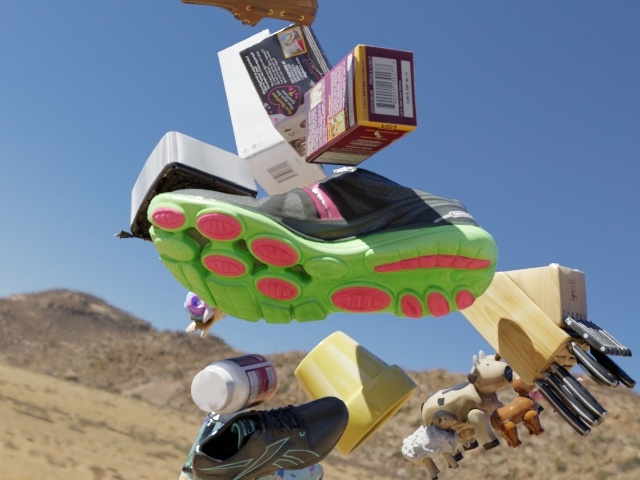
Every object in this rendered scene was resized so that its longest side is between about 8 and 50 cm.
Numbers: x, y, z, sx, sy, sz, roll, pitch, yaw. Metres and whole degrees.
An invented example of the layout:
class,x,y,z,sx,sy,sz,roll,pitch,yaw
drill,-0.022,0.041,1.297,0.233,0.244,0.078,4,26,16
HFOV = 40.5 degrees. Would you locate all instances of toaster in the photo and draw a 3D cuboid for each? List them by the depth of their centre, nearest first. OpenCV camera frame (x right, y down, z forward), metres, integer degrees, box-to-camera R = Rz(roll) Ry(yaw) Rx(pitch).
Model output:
class,x,y,z,sx,sy,sz,roll,pitch,yaw
toaster,-0.221,-0.069,1.428,0.185,0.110,0.168,19,-57,-27

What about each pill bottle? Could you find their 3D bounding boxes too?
class,x,y,z,sx,sy,sz,roll,pitch,yaw
pill bottle,-0.136,0.227,1.368,0.086,0.086,0.152,12,3,24

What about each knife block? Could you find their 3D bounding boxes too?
class,x,y,z,sx,sy,sz,roll,pitch,yaw
knife block,0.316,0.164,1.275,0.275,0.242,0.088,-9,-16,42

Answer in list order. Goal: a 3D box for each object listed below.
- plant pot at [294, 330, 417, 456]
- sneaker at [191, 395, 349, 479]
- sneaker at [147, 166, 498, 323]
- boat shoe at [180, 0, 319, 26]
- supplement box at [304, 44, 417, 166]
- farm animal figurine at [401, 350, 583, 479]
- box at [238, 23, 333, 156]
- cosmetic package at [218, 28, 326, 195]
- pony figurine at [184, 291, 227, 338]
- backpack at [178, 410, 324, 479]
class,x,y,z,sx,sy,sz,roll,pitch,yaw
plant pot,0.072,0.367,2.164,0.239,0.254,0.254,45,-8,15
sneaker,-0.076,0.309,1.347,0.101,0.267,0.106,49,-22,44
sneaker,0.000,0.000,1.225,0.483,0.202,0.185,7,-57,-5
boat shoe,-0.087,-0.293,1.068,0.178,0.060,0.064,0,29,-12
supplement box,0.048,-0.173,1.150,0.081,0.104,0.188,3,-12,-22
farm animal figurine,0.331,0.303,1.698,0.327,0.172,0.330,-31,-10,23
box,-0.034,-0.273,1.610,0.142,0.163,0.247,-26,-10,7
cosmetic package,-0.122,-0.308,2.120,0.155,0.365,0.197,-22,-33,14
pony figurine,-0.116,0.033,1.803,0.303,0.363,0.351,47,-35,33
backpack,-0.131,0.435,1.484,0.191,0.253,0.225,15,-18,46
